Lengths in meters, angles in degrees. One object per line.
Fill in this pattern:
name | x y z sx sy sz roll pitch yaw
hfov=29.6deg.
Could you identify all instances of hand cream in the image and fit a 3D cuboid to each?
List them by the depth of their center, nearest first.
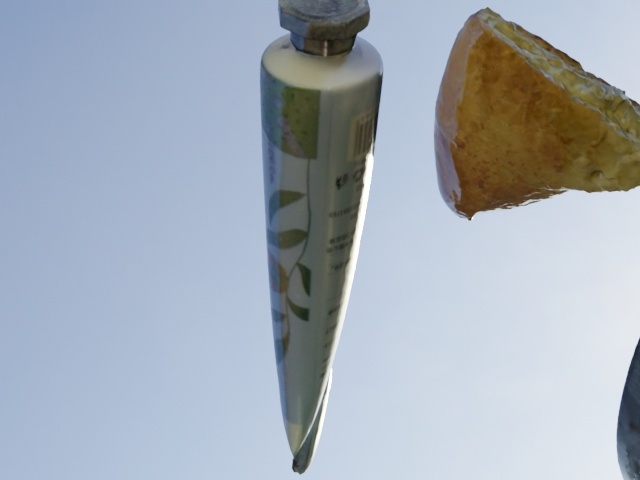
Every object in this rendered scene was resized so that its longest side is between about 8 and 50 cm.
hand cream | 0.000 0.000 0.591 0.055 0.088 0.256 4 -52 5

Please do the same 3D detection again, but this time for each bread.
bread | 0.119 -0.077 0.719 0.154 0.054 0.136 -14 -55 28

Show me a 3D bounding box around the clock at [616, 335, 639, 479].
clock | 0.377 0.069 0.965 0.386 0.076 0.386 -27 -47 -34
